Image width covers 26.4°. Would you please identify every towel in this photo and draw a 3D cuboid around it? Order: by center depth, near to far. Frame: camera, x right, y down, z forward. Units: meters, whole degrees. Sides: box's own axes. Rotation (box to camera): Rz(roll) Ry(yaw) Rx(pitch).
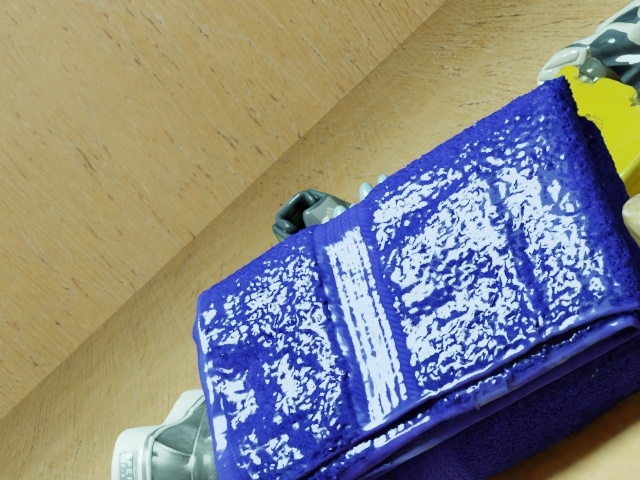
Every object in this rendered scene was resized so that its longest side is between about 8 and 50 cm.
[{"bbox_3d":[0.057,0.050,0.859,0.308,0.076,0.227,-31,53,18],"label":"towel"}]

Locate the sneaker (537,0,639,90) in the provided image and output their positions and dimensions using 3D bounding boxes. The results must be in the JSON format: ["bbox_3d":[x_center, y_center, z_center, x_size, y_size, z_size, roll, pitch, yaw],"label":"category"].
[{"bbox_3d":[0.306,-0.169,1.111,0.235,0.094,0.153,-24,13,42],"label":"sneaker"}]

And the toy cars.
[{"bbox_3d":[0.286,-0.098,0.948,0.394,0.087,0.176,-26,34,47],"label":"toy cars"}]

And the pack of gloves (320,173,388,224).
[{"bbox_3d":[0.001,0.054,1.238,0.195,0.046,0.232,-37,38,40],"label":"pack of gloves"}]

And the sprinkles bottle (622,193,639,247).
[{"bbox_3d":[0.319,-0.090,0.678,0.355,0.121,0.121,-42,10,5],"label":"sprinkles bottle"}]

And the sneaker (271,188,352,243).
[{"bbox_3d":[0.000,0.000,1.510,0.111,0.121,0.300,-46,11,-18],"label":"sneaker"}]

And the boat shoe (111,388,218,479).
[{"bbox_3d":[-0.079,0.176,1.135,0.102,0.108,0.301,-8,-5,9],"label":"boat shoe"}]
